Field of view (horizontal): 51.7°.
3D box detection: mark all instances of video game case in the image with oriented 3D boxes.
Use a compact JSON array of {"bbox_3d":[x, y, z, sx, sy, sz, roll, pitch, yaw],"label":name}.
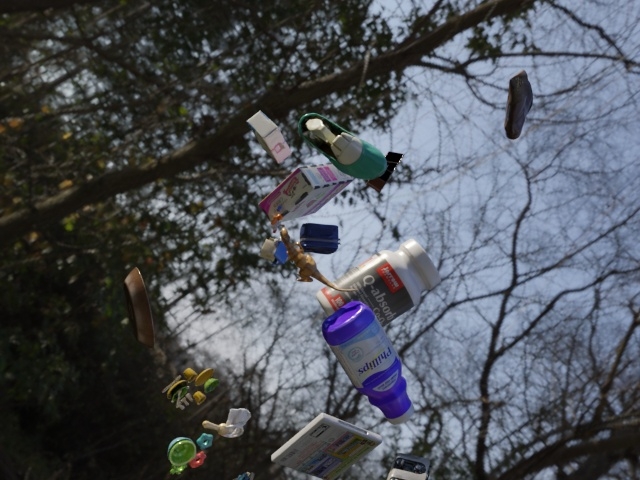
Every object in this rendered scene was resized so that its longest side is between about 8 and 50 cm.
[{"bbox_3d":[0.015,0.522,1.653,0.193,0.212,0.023,29,31,-27],"label":"video game case"}]

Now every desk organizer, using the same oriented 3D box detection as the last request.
[{"bbox_3d":[0.182,-0.199,1.838,0.047,0.130,0.050,34,-32,0],"label":"desk organizer"}]

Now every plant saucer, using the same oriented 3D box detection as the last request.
[{"bbox_3d":[-0.438,0.165,1.578,0.198,0.036,0.199,43,-41,53],"label":"plant saucer"}]

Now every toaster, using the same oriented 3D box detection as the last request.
[{"bbox_3d":[0.232,0.710,1.832,0.110,0.168,0.186,14,-60,16],"label":"toaster"}]

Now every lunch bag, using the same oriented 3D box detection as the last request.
[{"bbox_3d":[0.000,0.000,1.526,0.067,0.098,0.065,118,-24,-75],"label":"lunch bag"}]

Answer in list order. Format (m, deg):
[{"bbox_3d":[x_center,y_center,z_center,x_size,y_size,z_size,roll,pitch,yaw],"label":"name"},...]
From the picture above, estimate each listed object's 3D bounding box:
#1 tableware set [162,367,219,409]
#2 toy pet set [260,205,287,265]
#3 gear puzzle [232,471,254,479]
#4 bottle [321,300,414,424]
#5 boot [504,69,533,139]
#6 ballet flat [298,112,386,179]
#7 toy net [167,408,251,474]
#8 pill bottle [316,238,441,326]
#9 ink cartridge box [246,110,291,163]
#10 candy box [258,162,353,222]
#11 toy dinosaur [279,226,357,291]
[{"bbox_3d":[-0.249,0.292,1.308,0.024,0.104,0.154,42,-18,23],"label":"tableware set"},{"bbox_3d":[-0.100,-0.003,1.648,0.065,0.114,0.122,21,-30,2],"label":"toy pet set"},{"bbox_3d":[-0.294,0.696,1.644,0.044,0.339,0.175,40,30,-12],"label":"gear puzzle"},{"bbox_3d":[0.112,0.270,1.417,0.283,0.118,0.092,61,-13,-18],"label":"bottle"},{"bbox_3d":[0.277,-0.211,0.920,0.037,0.106,0.114,5,-20,18],"label":"boot"},{"bbox_3d":[0.034,-0.206,1.422,0.247,0.083,0.087,36,3,37],"label":"ballet flat"},{"bbox_3d":[-0.266,0.499,1.633,0.045,0.232,0.122,30,-47,52],"label":"toy net"},{"bbox_3d":[0.186,0.160,2.114,0.210,0.363,0.210,56,-4,6],"label":"pill bottle"},{"bbox_3d":[-0.138,-0.278,1.785,0.088,0.052,0.122,46,-8,31],"label":"ink cartridge box"},{"bbox_3d":[-0.034,-0.127,1.727,0.071,0.159,0.233,55,27,8],"label":"candy box"},{"bbox_3d":[-0.022,0.064,1.438,0.211,0.064,0.112,42,-10,4],"label":"toy dinosaur"}]
